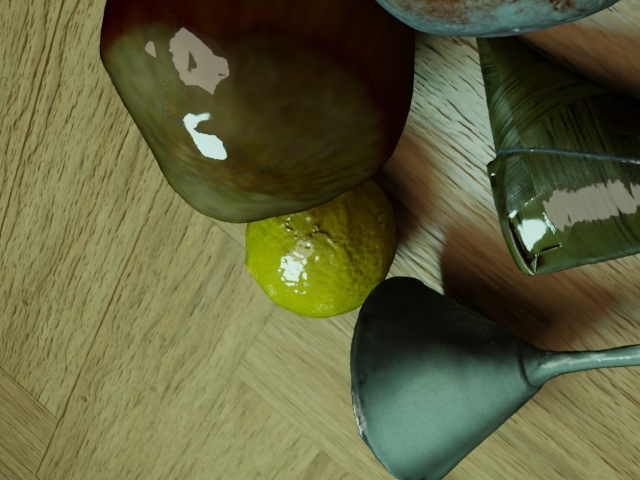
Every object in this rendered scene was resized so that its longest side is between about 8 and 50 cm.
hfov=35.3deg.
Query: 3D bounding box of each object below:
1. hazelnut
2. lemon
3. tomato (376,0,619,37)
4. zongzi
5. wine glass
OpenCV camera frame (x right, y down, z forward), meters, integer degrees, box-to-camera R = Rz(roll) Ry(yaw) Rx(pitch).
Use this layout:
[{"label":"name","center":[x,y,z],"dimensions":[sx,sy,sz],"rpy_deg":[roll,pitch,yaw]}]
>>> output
[{"label":"hazelnut","center":[-0.057,-0.200,1.064],"dimensions":[0.365,0.366,0.366],"rpy_deg":[19,128,25]},{"label":"lemon","center":[0.000,0.000,1.272],"dimensions":[0.192,0.192,0.231],"rpy_deg":[36,139,11]},{"label":"tomato","center":[0.154,-0.320,0.862],"dimensions":[0.316,0.316,0.283],"rpy_deg":[2,98,35]},{"label":"zongzi","center":[0.296,-0.133,1.036],"dimensions":[0.286,0.138,0.300],"rpy_deg":[-16,82,29]},{"label":"wine glass","center":[0.270,0.138,1.145],"dimensions":[0.406,0.267,0.267],"rpy_deg":[-13,111,35]}]
